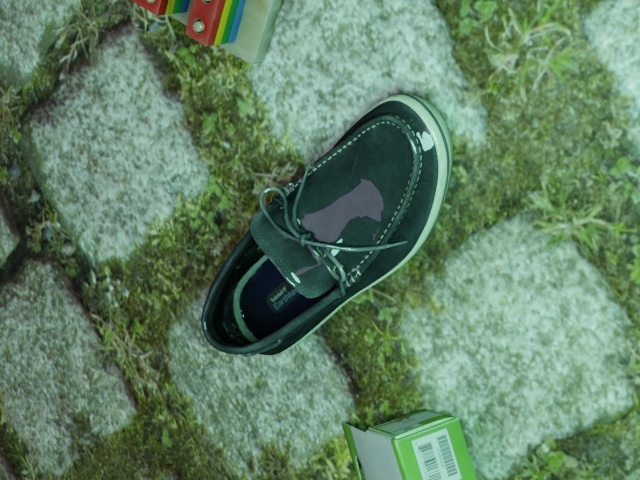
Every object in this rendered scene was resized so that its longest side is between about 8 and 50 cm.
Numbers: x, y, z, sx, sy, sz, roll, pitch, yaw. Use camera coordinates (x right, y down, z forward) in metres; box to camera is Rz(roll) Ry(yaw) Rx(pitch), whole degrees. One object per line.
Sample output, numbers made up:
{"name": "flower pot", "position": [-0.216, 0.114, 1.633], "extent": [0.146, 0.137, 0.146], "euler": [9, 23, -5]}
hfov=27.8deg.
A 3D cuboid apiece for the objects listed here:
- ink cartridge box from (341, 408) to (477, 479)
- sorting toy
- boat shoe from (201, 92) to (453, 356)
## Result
{"name": "ink cartridge box", "position": [0.128, 0.334, 1.797], "extent": [0.255, 0.097, 0.188], "euler": [173, 79, -74]}
{"name": "sorting toy", "position": [-0.167, -0.412, 1.809], "extent": [0.257, 0.089, 0.255], "euler": [34, 121, 27]}
{"name": "boat shoe", "position": [0.000, 0.000, 1.755], "extent": [0.186, 0.156, 0.500], "euler": [54, 127, 15]}
